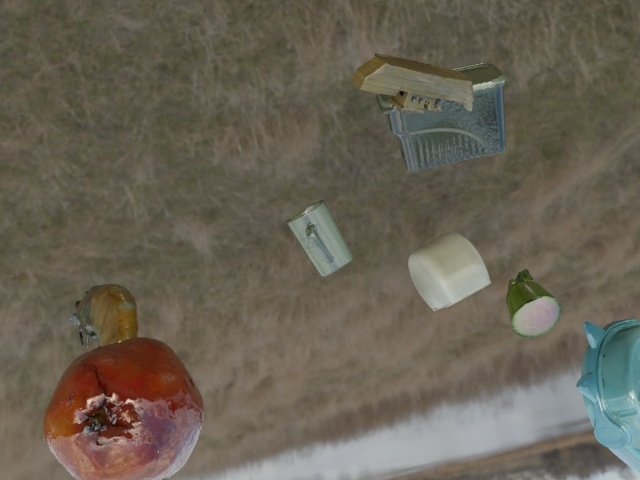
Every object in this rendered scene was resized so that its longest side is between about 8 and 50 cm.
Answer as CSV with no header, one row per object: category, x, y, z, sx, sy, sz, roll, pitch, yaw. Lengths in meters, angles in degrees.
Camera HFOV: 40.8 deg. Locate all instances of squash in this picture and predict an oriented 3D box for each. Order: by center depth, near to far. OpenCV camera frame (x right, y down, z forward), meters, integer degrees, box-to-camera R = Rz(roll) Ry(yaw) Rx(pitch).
squash,0.397,0.108,1.684,0.105,0.132,0.105,-8,129,-11

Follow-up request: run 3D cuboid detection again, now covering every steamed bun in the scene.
steamed bun,0.311,0.076,2.151,0.146,0.164,0.241,-30,176,-9

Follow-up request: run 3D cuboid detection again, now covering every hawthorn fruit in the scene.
hawthorn fruit,-0.268,0.236,1.141,0.211,0.211,0.299,-15,177,2

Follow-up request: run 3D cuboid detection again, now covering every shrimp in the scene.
shrimp,-0.423,0.208,1.639,0.085,0.271,0.445,10,-179,-26

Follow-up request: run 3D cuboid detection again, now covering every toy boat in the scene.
toy boat,0.139,-0.217,1.242,0.206,0.064,0.072,6,120,-32

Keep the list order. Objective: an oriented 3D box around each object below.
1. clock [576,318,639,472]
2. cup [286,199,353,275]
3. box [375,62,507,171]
clock,0.499,0.233,1.320,0.274,0.223,0.094,32,147,-25
cup,0.004,-0.003,1.075,0.054,0.083,0.075,-33,-172,-17
box,0.269,-0.263,1.865,0.274,0.178,0.138,-12,-151,2
